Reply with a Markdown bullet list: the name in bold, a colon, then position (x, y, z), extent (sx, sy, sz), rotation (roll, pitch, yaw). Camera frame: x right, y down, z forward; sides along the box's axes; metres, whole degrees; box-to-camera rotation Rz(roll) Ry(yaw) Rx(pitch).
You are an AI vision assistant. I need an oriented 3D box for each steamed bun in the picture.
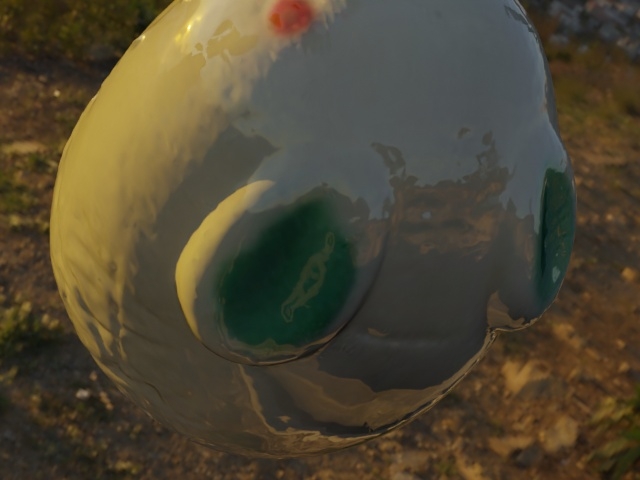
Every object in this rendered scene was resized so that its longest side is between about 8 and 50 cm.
- **steamed bun**: position (0.000, 0.000, 0.416), extent (0.177, 0.228, 0.131), rotation (-5, 57, -30)
